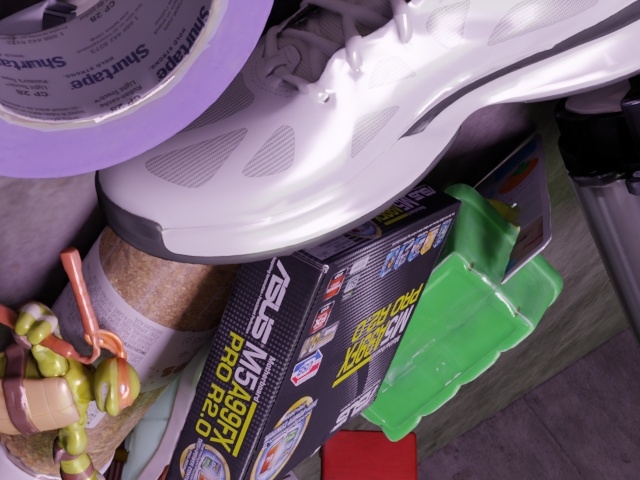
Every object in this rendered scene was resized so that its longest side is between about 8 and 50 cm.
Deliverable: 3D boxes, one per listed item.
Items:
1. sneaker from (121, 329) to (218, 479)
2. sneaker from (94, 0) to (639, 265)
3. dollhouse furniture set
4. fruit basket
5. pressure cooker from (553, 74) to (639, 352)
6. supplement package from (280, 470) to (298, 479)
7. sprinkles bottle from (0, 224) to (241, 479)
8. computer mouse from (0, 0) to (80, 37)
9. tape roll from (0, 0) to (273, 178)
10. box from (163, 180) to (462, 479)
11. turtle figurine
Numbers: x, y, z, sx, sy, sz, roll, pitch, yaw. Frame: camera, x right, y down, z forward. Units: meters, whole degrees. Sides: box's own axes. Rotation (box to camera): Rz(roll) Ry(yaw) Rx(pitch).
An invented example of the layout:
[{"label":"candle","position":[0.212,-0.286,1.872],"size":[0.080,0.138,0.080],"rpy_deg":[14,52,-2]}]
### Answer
[{"label":"sneaker","position":[-0.146,0.175,0.997],"size":[0.094,0.151,0.256],"rpy_deg":[15,102,-36]},{"label":"sneaker","position":[0.042,-0.174,0.655],"size":[0.447,0.169,0.257],"rpy_deg":[-27,141,-11]},{"label":"dollhouse furniture set","position":[-0.084,0.281,1.091],"size":[0.374,0.201,0.152],"rpy_deg":[2,156,-3]},{"label":"fruit basket","position":[0.111,0.034,1.136],"size":[0.327,0.165,0.353],"rpy_deg":[-43,-165,22]},{"label":"pressure cooker","position":[0.436,-0.078,1.073],"size":[0.375,0.420,0.370],"rpy_deg":[-25,-169,-1]},{"label":"supplement package","position":[-0.199,0.345,1.363],"size":[0.262,0.145,0.204],"rpy_deg":[-48,157,28]},{"label":"sprinkles bottle","position":[-0.164,0.080,0.864],"size":[0.121,0.121,0.355],"rpy_deg":[-11,148,-49]},{"label":"computer mouse","position":[-0.161,-0.104,0.581],"size":[0.193,0.042,0.106],"rpy_deg":[-42,164,1]},{"label":"tape roll","position":[-0.117,-0.125,0.475],"size":[0.189,0.080,0.189],"rpy_deg":[-24,143,-20]},{"label":"box","position":[0.004,0.071,0.842],"size":[0.270,0.060,0.216],"rpy_deg":[-22,137,-61]},{"label":"turtle figurine","position":[-0.223,0.103,0.766],"size":[0.217,0.087,0.269],"rpy_deg":[-6,134,-1]}]
